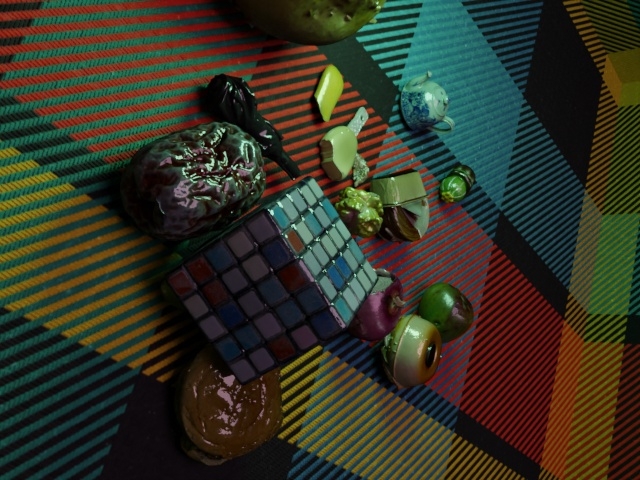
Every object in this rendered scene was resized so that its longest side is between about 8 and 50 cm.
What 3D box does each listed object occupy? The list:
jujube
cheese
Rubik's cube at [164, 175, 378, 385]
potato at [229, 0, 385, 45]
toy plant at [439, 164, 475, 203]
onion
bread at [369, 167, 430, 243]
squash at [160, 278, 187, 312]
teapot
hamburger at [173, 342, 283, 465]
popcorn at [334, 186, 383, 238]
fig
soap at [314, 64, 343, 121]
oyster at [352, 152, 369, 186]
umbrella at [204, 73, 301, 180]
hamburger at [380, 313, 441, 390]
[{"bbox_3d":[-0.257,-0.121,1.556,0.317,0.226,0.226,-35,115,-49],"label":"jujube"},{"bbox_3d":[0.072,-0.285,2.100,0.127,0.050,0.255,55,48,-31],"label":"cheese"},{"bbox_3d":[-0.091,0.077,1.585,0.292,0.287,0.293,55,25,-8],"label":"Rubik's cube"},{"bbox_3d":[-0.023,-0.617,1.751,0.442,0.385,0.319,10,92,-39],"label":"potato"},{"bbox_3d":[0.453,-0.183,2.523,0.162,0.093,0.093,-46,122,-42],"label":"toy plant"},{"bbox_3d":[0.139,0.183,2.068,0.207,0.201,0.200,-84,154,-65],"label":"onion"},{"bbox_3d":[0.238,-0.098,2.218,0.224,0.142,0.212,-18,98,-51],"label":"bread"},{"bbox_3d":[-0.271,0.134,1.647,0.201,0.066,0.066,41,57,-45],"label":"squash"},{"bbox_3d":[0.341,-0.423,2.358,0.232,0.159,0.159,56,49,-32],"label":"teapot"},{"bbox_3d":[-0.193,0.346,1.672,0.265,0.134,0.285,-13,95,-54],"label":"hamburger"},{"bbox_3d":[0.104,-0.073,2.069,0.145,0.126,0.126,22,61,-22],"label":"popcorn"},{"bbox_3d":[0.386,0.232,2.366,0.191,0.181,0.181,-50,130,-6],"label":"fig"},{"bbox_3d":[0.019,-0.400,2.052,0.089,0.033,0.168,48,53,-35],"label":"soap"},{"bbox_3d":[0.110,-0.205,2.149,0.080,0.038,0.083,-50,126,-37],"label":"oyster"},{"bbox_3d":[-0.146,-0.258,1.788,0.340,0.118,0.118,47,54,-39],"label":"umbrella"},{"bbox_3d":[0.268,0.323,2.229,0.237,0.147,0.237,-21,116,-54],"label":"hamburger"}]
